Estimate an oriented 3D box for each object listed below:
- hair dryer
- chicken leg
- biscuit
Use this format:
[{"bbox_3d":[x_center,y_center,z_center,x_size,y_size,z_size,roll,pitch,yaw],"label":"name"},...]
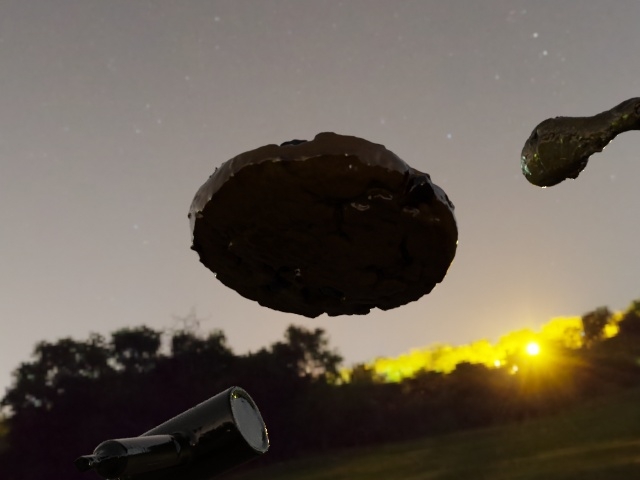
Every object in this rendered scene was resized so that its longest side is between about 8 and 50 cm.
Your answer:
[{"bbox_3d":[-0.184,0.216,0.840,0.196,0.078,0.248,-29,-19,12],"label":"hair dryer"},{"bbox_3d":[0.348,-0.138,1.138,0.069,0.085,0.198,14,-30,-41],"label":"chicken leg"},{"bbox_3d":[0.000,0.002,0.913,0.296,0.075,0.296,7,-34,5],"label":"biscuit"}]
